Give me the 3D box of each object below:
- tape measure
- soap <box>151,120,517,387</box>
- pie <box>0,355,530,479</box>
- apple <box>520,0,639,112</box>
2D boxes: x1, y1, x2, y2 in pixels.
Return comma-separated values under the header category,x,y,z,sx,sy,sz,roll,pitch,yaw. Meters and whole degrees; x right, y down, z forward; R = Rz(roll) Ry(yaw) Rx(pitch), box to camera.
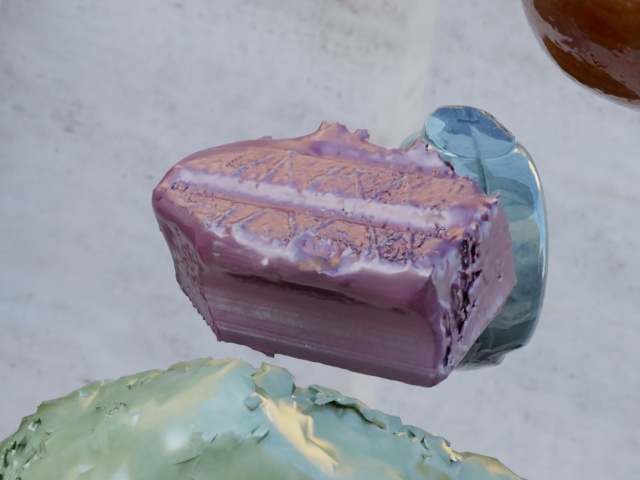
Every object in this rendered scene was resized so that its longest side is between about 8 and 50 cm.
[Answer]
category,x,y,z,sx,sy,sz,roll,pitch,yaw
tape measure,0.149,0.000,1.500,0.147,0.275,0.256,0,-21,-9
soap,0.000,0.000,1.215,0.325,0.220,0.127,13,-55,28
pie,0.013,0.239,0.577,0.395,0.180,0.418,15,-57,-12
apple,0.330,-0.244,1.222,0.301,0.301,0.301,9,-18,3
